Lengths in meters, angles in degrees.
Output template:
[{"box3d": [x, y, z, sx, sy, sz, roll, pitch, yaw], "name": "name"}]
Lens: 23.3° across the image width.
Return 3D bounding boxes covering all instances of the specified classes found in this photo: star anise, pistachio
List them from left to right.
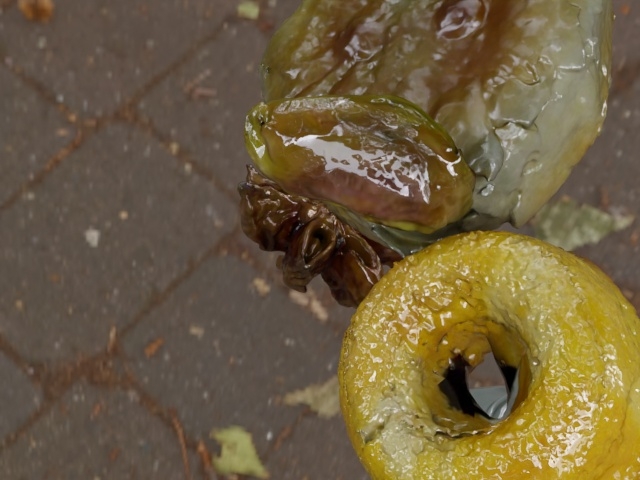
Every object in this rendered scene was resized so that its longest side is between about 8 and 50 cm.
[{"box3d": [0.006, -0.002, 1.501, 0.196, 0.212, 0.111, 17, 100, 20], "name": "star anise"}, {"box3d": [0.033, -0.064, 1.081, 0.173, 0.049, 0.089, 18, 75, -9], "name": "pistachio"}]

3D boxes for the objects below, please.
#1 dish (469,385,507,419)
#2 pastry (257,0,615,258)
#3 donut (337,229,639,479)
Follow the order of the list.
[{"box3d": [0.229, 0.257, 1.694, 0.303, 0.120, 0.303, 14, 41, -13], "name": "dish"}, {"box3d": [0.104, -0.140, 1.277, 0.329, 0.136, 0.329, -17, 53, 24], "name": "pastry"}, {"box3d": [0.128, 0.108, 1.141, 0.253, 0.118, 0.253, -10, 68, 25], "name": "donut"}]
